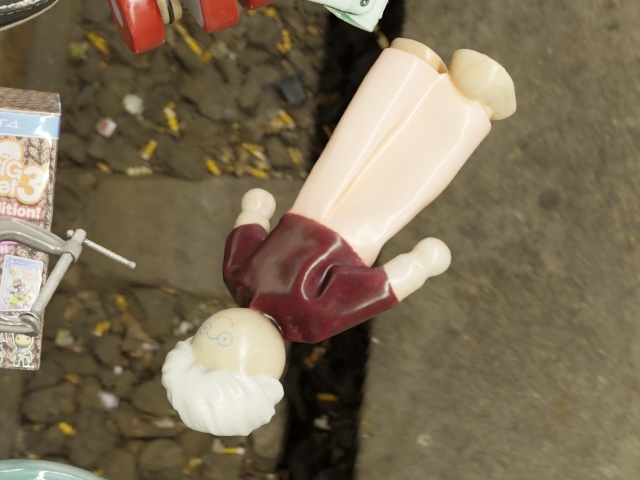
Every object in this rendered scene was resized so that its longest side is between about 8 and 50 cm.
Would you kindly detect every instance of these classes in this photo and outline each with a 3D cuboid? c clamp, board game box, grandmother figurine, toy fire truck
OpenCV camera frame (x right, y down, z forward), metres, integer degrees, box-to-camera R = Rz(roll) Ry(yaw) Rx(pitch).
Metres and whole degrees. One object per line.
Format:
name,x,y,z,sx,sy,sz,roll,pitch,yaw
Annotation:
c clamp,-0.250,0.030,1.373,0.137,0.161,0.022,28,130,1
board game box,-0.381,-0.023,1.831,0.141,0.232,0.291,5,100,-10
grandmother figurine,0.000,0.000,1.192,0.208,0.104,0.342,11,60,54
toy fire truck,-0.170,-0.358,1.653,0.169,0.254,0.302,-22,42,-10

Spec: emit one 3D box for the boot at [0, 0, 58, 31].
boot,-0.381,-0.254,1.431,0.377,0.284,0.138,-2,93,-24

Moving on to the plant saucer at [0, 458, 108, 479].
plant saucer,-0.271,0.328,1.483,0.317,0.044,0.318,9,47,-10

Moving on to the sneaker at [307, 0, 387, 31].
sneaker,0.065,-0.229,1.136,0.094,0.255,0.151,-138,47,-60
